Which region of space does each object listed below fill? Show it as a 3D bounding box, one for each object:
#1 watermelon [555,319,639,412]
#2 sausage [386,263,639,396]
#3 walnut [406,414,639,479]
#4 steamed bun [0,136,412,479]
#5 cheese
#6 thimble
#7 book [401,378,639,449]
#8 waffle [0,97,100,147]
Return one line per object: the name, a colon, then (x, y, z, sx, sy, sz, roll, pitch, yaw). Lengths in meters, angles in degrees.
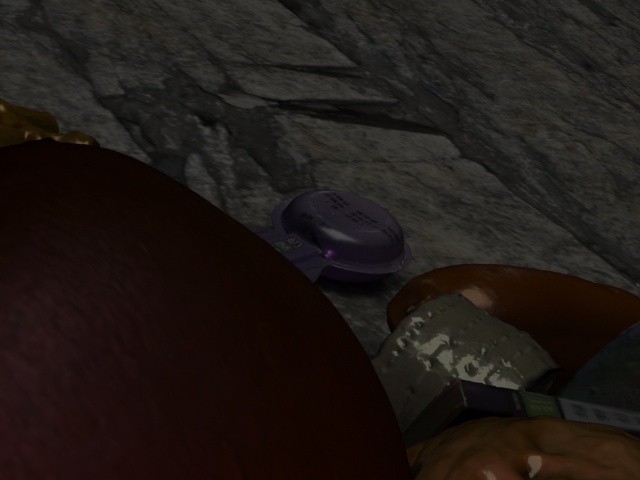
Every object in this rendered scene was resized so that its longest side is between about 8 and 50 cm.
watermelon: (0.279, 0.133, 1.080, 0.289, 0.320, 0.214, 2, 64, -6)
sausage: (0.145, 0.063, 1.226, 0.238, 0.098, 0.098, 6, 28, -38)
walnut: (0.086, 0.177, 0.799, 0.195, 0.195, 0.221, 29, 28, 14)
steamed bun: (-0.124, 0.109, 0.588, 0.248, 0.235, 0.379, 61, 25, -6)
cheese: (0.000, 0.000, 1.287, 0.105, 0.042, 0.191, 34, 25, 26)
thimble: (0.082, 0.096, 1.073, 0.090, 0.102, 0.115, 31, 59, 21)
book: (0.131, 0.137, 0.961, 0.231, 0.157, 0.026, 11, 46, -28)
waffle: (-0.266, -0.053, 1.122, 0.283, 0.065, 0.309, 21, 24, -4)
